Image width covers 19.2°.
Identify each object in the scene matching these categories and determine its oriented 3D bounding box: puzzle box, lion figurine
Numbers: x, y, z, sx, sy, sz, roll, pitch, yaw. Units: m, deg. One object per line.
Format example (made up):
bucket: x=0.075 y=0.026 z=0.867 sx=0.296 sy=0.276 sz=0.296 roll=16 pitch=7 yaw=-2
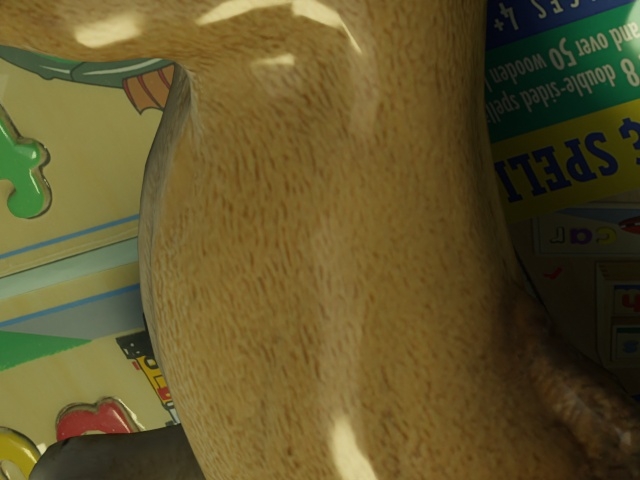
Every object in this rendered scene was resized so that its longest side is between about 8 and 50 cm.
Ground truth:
puzzle box: x=-0.041 y=-0.008 z=0.616 sx=0.408 sy=0.052 sz=0.272 roll=-16 pitch=115 yaw=32
lion figurine: x=0.000 y=0.000 z=0.483 sx=0.240 sy=0.142 sz=0.392 roll=-9 pitch=114 yaw=20
